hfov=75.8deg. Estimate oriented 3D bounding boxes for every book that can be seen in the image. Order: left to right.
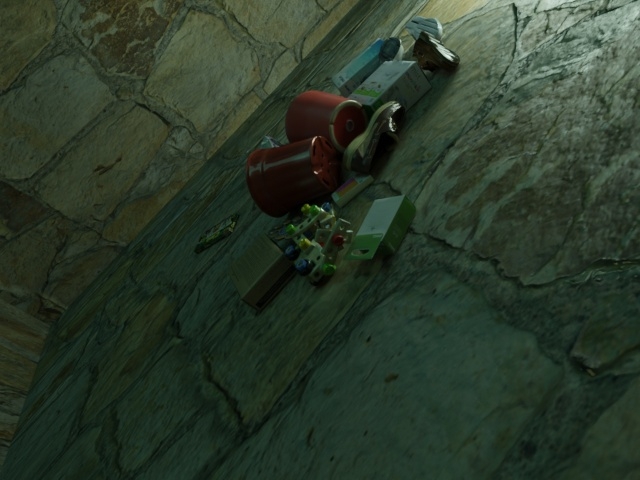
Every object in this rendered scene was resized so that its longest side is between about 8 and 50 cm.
[{"bbox_3d":[0.104,-0.179,1.384,0.144,0.035,0.096,-39,27,8],"label":"book"}]

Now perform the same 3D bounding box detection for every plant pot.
[{"bbox_3d":[-0.083,-0.245,1.499,0.265,0.272,0.272,-14,41,32],"label":"plant pot"},{"bbox_3d":[0.040,-0.448,1.606,0.274,0.275,0.243,-52,38,-12],"label":"plant pot"}]

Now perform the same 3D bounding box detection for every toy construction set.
[{"bbox_3d":[0.000,0.000,1.181,0.215,0.151,0.327,-47,18,1],"label":"toy construction set"}]

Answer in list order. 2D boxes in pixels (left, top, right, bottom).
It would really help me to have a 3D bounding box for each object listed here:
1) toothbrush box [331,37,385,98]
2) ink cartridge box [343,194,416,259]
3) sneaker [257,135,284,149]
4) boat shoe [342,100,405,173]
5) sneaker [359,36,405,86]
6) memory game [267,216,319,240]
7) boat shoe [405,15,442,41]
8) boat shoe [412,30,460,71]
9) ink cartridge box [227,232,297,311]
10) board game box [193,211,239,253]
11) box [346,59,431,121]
[{"bbox_3d":[0.213,-0.792,1.940,0.296,0.126,0.216,-37,30,14],"label":"toothbrush box"},{"bbox_3d":[0.156,-0.017,1.072,0.109,0.062,0.209,-3,49,51],"label":"ink cartridge box"},{"bbox_3d":[-0.270,-0.469,2.199,0.152,0.114,0.305,-57,23,7],"label":"sneaker"},{"bbox_3d":[0.213,-0.347,1.402,0.123,0.123,0.342,25,59,28],"label":"boat shoe"},{"bbox_3d":[0.278,-0.713,1.780,0.111,0.129,0.297,43,109,29],"label":"sneaker"},{"bbox_3d":[-0.090,-0.044,1.393,0.187,0.012,0.186,-13,23,5],"label":"memory game"},{"bbox_3d":[0.462,-0.896,1.782,0.109,0.094,0.302,-38,35,20],"label":"boat shoe"},{"bbox_3d":[0.434,-0.693,1.566,0.307,0.111,0.104,-97,30,-49],"label":"boat shoe"},{"bbox_3d":[-0.194,0.097,1.354,0.193,0.088,0.235,-48,29,-2],"label":"ink cartridge box"},{"bbox_3d":[-0.504,-0.035,1.996,0.260,0.030,0.136,-27,35,29],"label":"board game box"},{"bbox_3d":[0.254,-0.574,1.602,0.231,0.127,0.262,-43,28,2],"label":"box"}]
